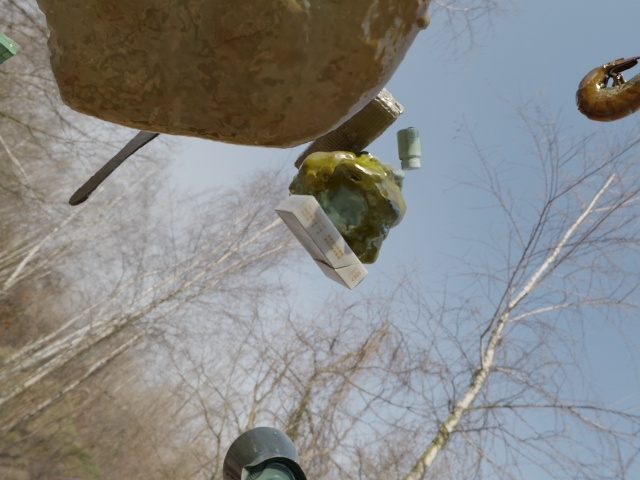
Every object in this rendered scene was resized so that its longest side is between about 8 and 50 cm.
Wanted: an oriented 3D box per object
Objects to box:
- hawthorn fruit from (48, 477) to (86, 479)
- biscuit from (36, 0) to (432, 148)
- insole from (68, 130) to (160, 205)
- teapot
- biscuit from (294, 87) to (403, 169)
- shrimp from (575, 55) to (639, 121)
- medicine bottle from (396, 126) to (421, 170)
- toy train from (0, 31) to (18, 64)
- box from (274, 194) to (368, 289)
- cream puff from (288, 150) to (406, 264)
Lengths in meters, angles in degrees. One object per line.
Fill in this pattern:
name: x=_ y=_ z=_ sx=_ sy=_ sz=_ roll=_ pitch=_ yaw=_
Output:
hawthorn fruit: x=-0.486 y=0.585 z=0.781 sx=0.284 sy=0.284 sz=0.284 roll=31 pitch=-40 yaw=30
biscuit: x=-0.093 y=-0.289 z=0.434 sx=0.445 sy=0.104 sz=0.430 roll=15 pitch=-62 yaw=-13
insole: x=-0.417 y=-0.202 z=0.952 sx=0.119 sy=0.348 sz=0.009 roll=25 pitch=-21 yaw=49
teapot: x=-0.101 y=0.504 z=0.892 sx=0.203 sy=0.171 sz=0.225 roll=49 pitch=-20 yaw=-1
biscuit: x=0.077 y=-0.324 z=1.373 sx=0.144 sy=0.079 sz=0.426 roll=39 pitch=-40 yaw=-12
shrimp: x=0.691 y=-0.355 z=0.944 sx=0.248 sy=0.068 sz=0.150 roll=-26 pitch=-119 yaw=19
medicine bottle: x=0.187 y=-0.192 z=0.908 sx=0.047 sy=0.047 sz=0.083 roll=-5 pitch=-89 yaw=53
toy train: x=-0.646 y=-0.390 z=0.793 sx=0.148 sy=0.070 sz=0.038 roll=46 pitch=21 yaw=-57
box: x=0.000 y=0.001 z=1.021 sx=0.233 sy=0.067 sz=0.149 roll=53 pitch=-10 yaw=-18
cream puff: x=0.088 y=-0.101 z=1.330 sx=0.378 sy=0.275 sz=0.379 roll=1 pitch=-79 yaw=7
